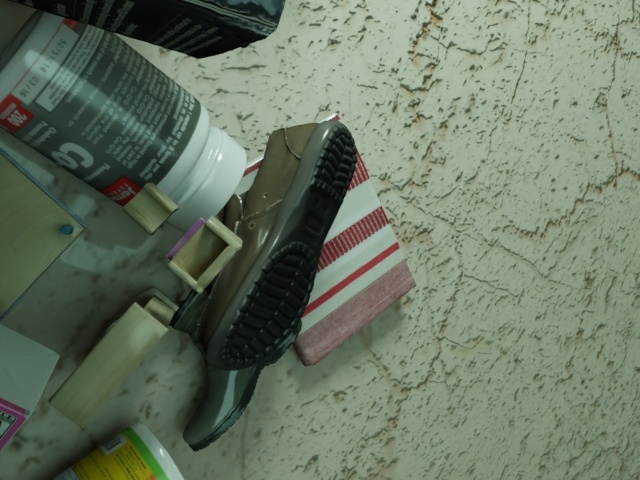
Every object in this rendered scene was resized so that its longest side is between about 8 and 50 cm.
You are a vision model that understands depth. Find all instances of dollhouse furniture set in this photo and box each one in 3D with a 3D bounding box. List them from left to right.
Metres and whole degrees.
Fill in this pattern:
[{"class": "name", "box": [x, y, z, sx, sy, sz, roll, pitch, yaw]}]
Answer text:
[{"class": "dollhouse furniture set", "box": [-0.299, 0.009, 0.813, 0.303, 0.198, 0.286, 41, 86, -8]}]

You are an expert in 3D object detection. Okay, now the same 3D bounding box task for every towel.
[{"class": "towel", "box": [0.000, 0.000, 1.077, 0.237, 0.037, 0.329, -34, 112, -22]}]

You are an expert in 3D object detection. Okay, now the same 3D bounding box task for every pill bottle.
[{"class": "pill bottle", "box": [-0.296, 0.353, 0.871, 0.246, 0.136, 0.136, -32, 113, -25]}, {"class": "pill bottle", "box": [-0.236, -0.136, 0.825, 0.283, 0.161, 0.161, 37, 77, -31]}]

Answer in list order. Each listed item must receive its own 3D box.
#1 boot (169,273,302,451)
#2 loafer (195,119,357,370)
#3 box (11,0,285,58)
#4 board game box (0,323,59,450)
[{"class": "boot", "box": [-0.155, 0.156, 0.985, 0.161, 0.083, 0.246, 40, 76, -17]}, {"class": "loafer", "box": [-0.072, 0.001, 0.947, 0.365, 0.130, 0.134, -64, 145, -15]}, {"class": "box", "box": [-0.233, -0.444, 0.530, 0.472, 0.297, 0.479, 13, 95, -23]}, {"class": "board game box", "box": [-0.435, 0.178, 0.667, 0.224, 0.097, 0.303, 34, 115, -21]}]
